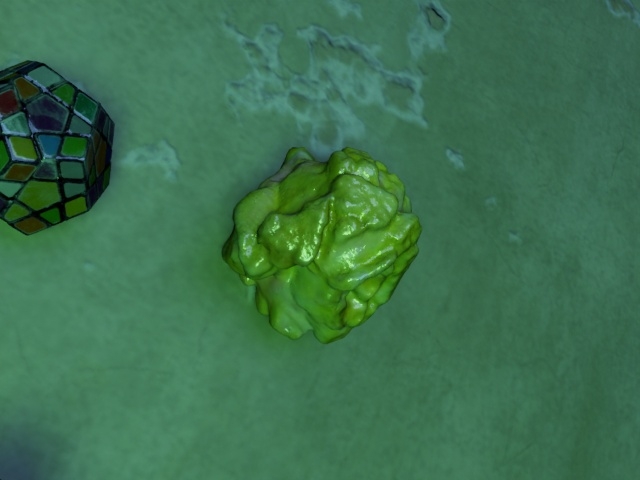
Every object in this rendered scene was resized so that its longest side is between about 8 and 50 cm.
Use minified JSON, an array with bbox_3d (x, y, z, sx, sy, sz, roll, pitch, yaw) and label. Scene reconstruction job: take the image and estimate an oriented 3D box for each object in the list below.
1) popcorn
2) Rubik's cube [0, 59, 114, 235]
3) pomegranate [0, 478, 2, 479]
[{"bbox_3d":[0.000,0.000,0.563,0.126,0.145,0.125,35,62,-8],"label":"popcorn"},{"bbox_3d":[-0.182,-0.058,0.500,0.093,0.111,0.111,-7,74,-62],"label":"Rubik's cube"},{"bbox_3d":[-0.215,0.203,0.347,0.156,0.156,0.220,45,59,-10],"label":"pomegranate"}]
